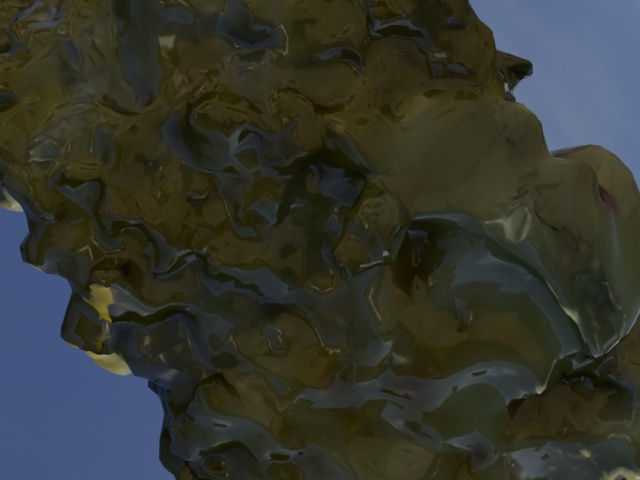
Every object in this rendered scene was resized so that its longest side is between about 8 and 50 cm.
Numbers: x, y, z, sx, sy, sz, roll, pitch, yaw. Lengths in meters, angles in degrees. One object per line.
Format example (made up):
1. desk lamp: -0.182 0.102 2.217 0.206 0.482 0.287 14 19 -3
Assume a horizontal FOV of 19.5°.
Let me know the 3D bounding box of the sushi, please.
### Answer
1. sushi: 0.000 0.000 0.853 0.397 0.240 0.351 60 180 -24
